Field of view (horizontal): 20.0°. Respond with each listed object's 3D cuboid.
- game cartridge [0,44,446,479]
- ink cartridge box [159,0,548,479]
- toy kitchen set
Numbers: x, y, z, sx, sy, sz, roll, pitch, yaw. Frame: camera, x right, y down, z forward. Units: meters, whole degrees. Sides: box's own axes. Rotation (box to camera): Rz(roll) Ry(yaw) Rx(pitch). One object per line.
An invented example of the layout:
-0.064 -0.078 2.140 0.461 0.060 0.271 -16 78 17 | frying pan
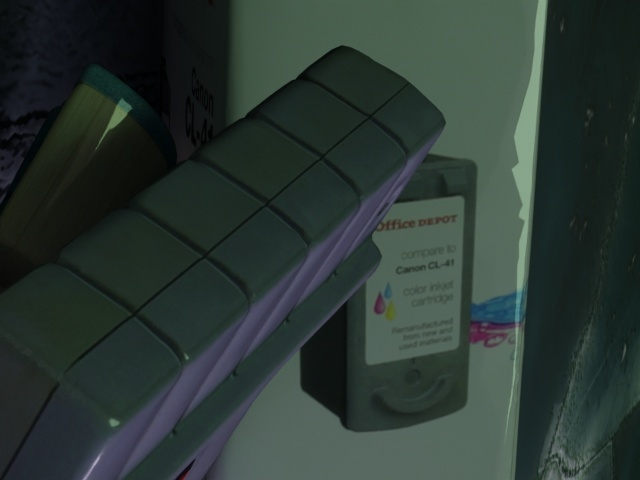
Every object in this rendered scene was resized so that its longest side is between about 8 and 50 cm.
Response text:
-0.098 0.115 0.589 0.355 0.068 0.230 -57 176 33 | game cartridge
0.000 0.000 0.782 0.226 0.131 0.306 -126 -144 -71 | ink cartridge box
-0.141 -0.041 0.633 0.122 0.166 0.207 -65 -170 -24 | toy kitchen set
